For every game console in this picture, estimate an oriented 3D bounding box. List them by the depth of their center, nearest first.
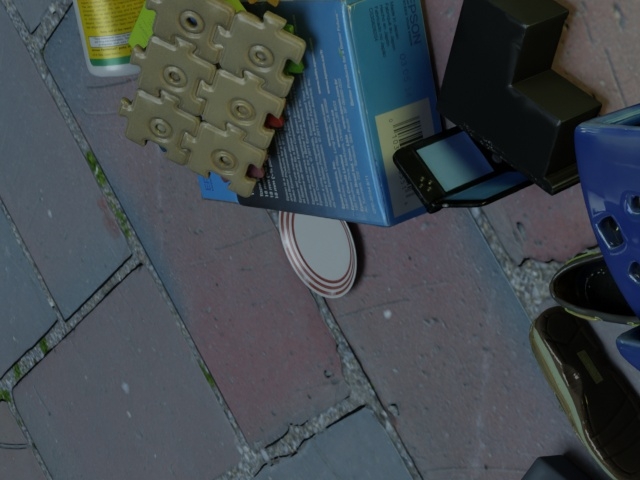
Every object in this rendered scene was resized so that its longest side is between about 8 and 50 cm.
[{"bbox_3d":[0.151,-0.076,1.504,0.107,0.122,0.071,56,143,15],"label":"game console"}]

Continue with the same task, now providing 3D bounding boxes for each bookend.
[{"bbox_3d":[0.199,-0.154,1.441,0.156,0.072,0.157,40,137,31],"label":"bookend"}]

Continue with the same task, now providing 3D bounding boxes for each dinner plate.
[{"bbox_3d":[0.000,0.000,1.838,0.141,0.017,0.141,28,130,40],"label":"dinner plate"}]

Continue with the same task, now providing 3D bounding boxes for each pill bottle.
[{"bbox_3d":[-0.247,-0.313,1.895,0.117,0.117,0.208,12,118,49],"label":"pill bottle"}]

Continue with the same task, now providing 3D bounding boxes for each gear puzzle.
[{"bbox_3d":[-0.101,-0.198,1.611,0.175,0.044,0.339,26,137,3],"label":"gear puzzle"}]

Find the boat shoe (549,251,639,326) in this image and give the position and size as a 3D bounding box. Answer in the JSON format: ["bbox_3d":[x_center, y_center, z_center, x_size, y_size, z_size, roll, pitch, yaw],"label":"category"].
[{"bbox_3d":[0.306,0.044,1.404,0.227,0.068,0.081,-7,83,53],"label":"boat shoe"}]

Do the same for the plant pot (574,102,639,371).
[{"bbox_3d":[0.354,-0.002,1.168,0.236,0.236,0.212,8,110,48],"label":"plant pot"}]

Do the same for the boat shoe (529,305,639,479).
[{"bbox_3d":[0.266,0.159,1.551,0.190,0.068,0.072,66,159,17],"label":"boat shoe"}]

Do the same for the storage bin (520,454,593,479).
[{"bbox_3d":[0.258,0.289,1.615,0.135,0.098,0.091,40,110,33],"label":"storage bin"}]

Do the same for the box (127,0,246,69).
[{"bbox_3d":[-0.144,-0.237,1.685,0.109,0.042,0.178,54,142,17],"label":"box"}]

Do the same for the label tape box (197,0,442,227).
[{"bbox_3d":[-0.019,-0.155,1.697,0.333,0.106,0.241,10,117,51],"label":"label tape box"}]
